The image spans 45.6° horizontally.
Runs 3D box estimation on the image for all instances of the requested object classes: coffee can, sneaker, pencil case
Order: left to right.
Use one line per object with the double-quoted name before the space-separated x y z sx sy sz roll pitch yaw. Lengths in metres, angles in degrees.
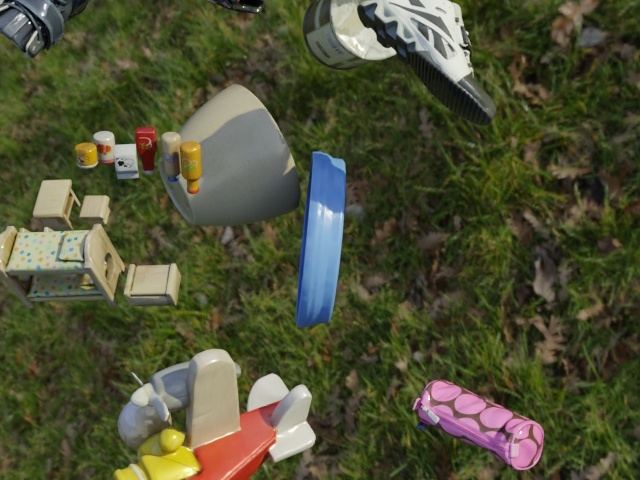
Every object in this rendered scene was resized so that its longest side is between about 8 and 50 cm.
"sneaker" -0.365 -0.342 1.041 0.226 0.086 0.163 -32 18 52
"sneaker" -0.146 -0.369 1.081 0.077 0.178 0.072 44 120 32
"coffee can" 0.086 -0.515 1.797 0.201 0.201 0.275 -37 15 -7
"sneaker" 0.227 -0.359 1.388 0.146 0.122 0.330 -40 80 -6
"pencil case" 0.258 0.305 1.262 0.209 0.098 0.095 15 89 44

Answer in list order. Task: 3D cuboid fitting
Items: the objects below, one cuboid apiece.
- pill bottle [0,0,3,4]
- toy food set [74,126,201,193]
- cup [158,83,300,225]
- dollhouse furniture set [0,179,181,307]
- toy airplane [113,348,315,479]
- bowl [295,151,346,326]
"pill bottle" -0.687 -0.578 1.494 0.161 0.161 0.283 -32 56 -1
"toy food set" -0.351 -0.149 1.481 0.232 0.104 0.111 -5 35 -11
"cup" -0.234 -0.163 1.777 0.237 0.331 0.331 -30 42 -20
"dollhouse furniture set" -0.259 -0.016 0.894 0.182 0.101 0.161 -2 56 5
"toy airplane" -0.198 0.329 1.218 0.272 0.384 0.386 33 95 22
"bowl" 0.000 0.000 1.691 0.077 0.391 0.391 6 49 -3
